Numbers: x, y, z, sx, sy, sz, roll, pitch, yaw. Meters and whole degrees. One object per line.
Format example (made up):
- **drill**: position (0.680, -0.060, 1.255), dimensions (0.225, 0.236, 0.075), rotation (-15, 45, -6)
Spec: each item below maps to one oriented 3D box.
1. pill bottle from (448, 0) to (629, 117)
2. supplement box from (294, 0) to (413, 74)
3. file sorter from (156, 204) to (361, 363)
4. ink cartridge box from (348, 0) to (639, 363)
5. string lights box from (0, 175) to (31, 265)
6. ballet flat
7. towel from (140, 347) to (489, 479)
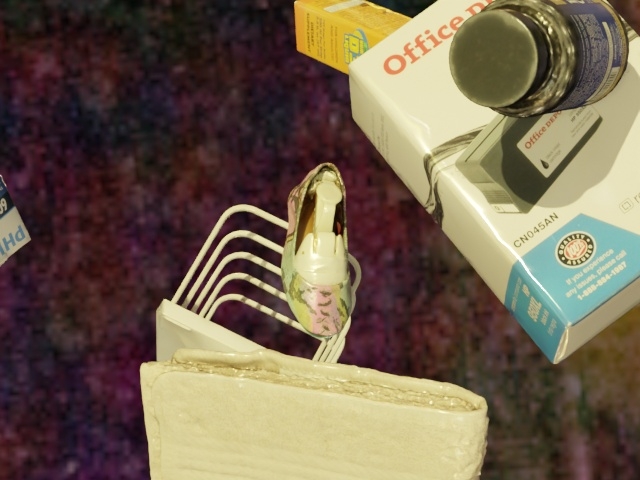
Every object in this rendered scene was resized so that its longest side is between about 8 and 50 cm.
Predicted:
- **pill bottle**: position (0.216, -0.186, 1.617), dimensions (0.219, 0.123, 0.122), rotation (-16, 101, -59)
- **supplement box**: position (0.061, -0.261, 2.124), dimensions (0.080, 0.233, 0.078), rotation (-20, 120, -31)
- **file sorter**: position (-0.072, 0.112, 1.947), dimensions (0.173, 0.193, 0.277), rotation (-60, 172, -25)
- **ink cartridge box**: position (0.257, -0.109, 1.840), dimensions (0.395, 0.285, 0.166), rotation (51, -9, 17)
- **string lights box**: position (-0.398, -0.075, 1.590), dimensions (0.133, 0.077, 0.259), rotation (-47, 126, -45)
- **ballet flat**: position (0.000, 0.000, 1.734), dimensions (0.221, 0.077, 0.079), rotation (-91, -165, -45)
- **towel**: position (-0.005, 0.181, 1.276), dimensions (0.049, 0.282, 0.187), rotation (-55, 148, -54)
